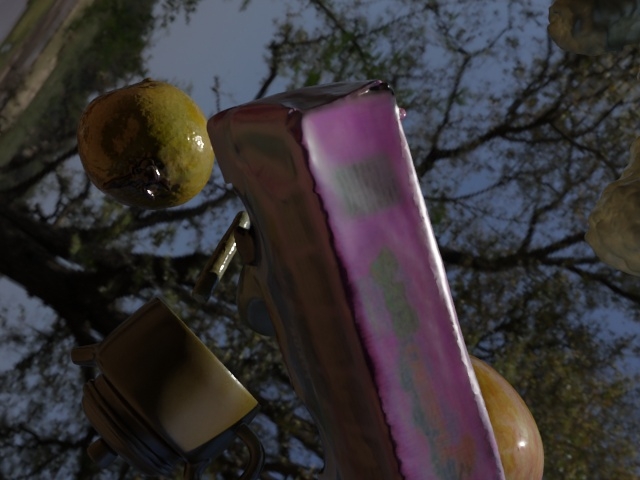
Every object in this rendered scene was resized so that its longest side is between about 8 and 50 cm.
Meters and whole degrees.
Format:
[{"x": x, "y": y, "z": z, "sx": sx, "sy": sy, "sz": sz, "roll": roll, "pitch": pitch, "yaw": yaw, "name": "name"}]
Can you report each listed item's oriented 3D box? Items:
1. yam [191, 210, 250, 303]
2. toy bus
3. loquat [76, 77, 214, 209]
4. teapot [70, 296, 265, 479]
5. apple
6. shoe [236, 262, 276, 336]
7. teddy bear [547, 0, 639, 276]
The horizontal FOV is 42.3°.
[{"x": -0.101, "y": 0.015, "z": 0.854, "sx": 0.021, "sy": 0.021, "sz": 0.116, "roll": -27, "pitch": -149, "yaw": 51, "name": "yam"}, {"x": 0.024, "y": 0.044, "z": 0.472, "sx": 0.090, "sy": 0.274, "sz": 0.112, "roll": -21, "pitch": -173, "yaw": -25, "name": "toy bus"}, {"x": -0.294, "y": -0.156, "z": 1.405, "sx": 0.244, "sy": 0.244, "sz": 0.244, "roll": -45, "pitch": -157, "yaw": 25, "name": "loquat"}, {"x": -0.178, "y": 0.193, "z": 0.928, "sx": 0.175, "sy": 0.267, "sz": 0.185, "roll": -44, "pitch": 157, "yaw": -9, "name": "teapot"}, {"x": 0.128, "y": 0.248, "z": 1.001, "sx": 0.264, "sy": 0.264, "sz": 0.264, "roll": -45, "pitch": -157, "yaw": 25, "name": "apple"}, {"x": 0.000, "y": 0.000, "z": 0.777, "sx": 0.251, "sy": 0.103, "sz": 0.100, "roll": -66, "pitch": -153, "yaw": 20, "name": "shoe"}, {"x": 0.347, "y": -0.209, "z": 0.652, "sx": 0.327, "sy": 0.362, "sz": 0.375, "roll": 9, "pitch": -128, "yaw": 23, "name": "teddy bear"}]
